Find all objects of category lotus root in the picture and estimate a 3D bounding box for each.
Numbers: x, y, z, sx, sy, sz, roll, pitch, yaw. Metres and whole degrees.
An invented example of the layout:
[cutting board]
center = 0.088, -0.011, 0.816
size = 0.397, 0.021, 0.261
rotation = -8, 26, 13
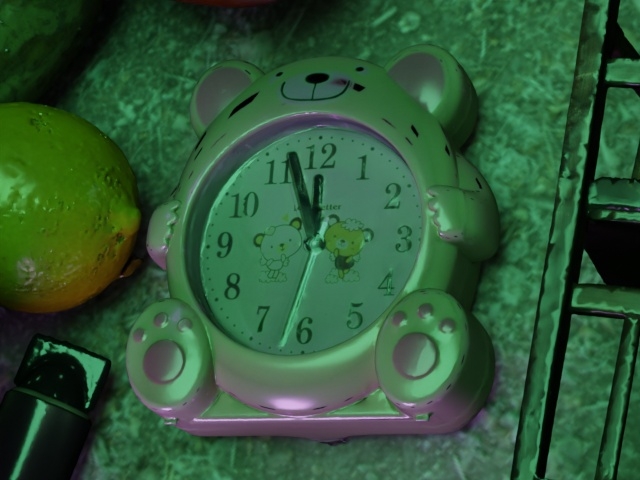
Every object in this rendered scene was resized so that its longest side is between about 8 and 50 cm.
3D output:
[lotus root]
center = -0.294, -0.192, 1.706
size = 0.173, 0.173, 0.309
rotation = 37, 81, 27

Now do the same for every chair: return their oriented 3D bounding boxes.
[chair]
center = 0.277, 0.014, 1.380
size = 0.203, 0.240, 0.416
rotation = 6, 78, 22

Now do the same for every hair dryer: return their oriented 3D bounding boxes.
[hair dryer]
center = -0.157, 0.200, 1.570
size = 0.248, 0.078, 0.196
rotation = 19, 78, 15

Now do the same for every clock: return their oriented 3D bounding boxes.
[clock]
center = 0.000, 0.000, 1.548
size = 0.284, 0.114, 0.310
rotation = -3, 70, 21

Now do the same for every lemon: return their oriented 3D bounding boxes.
[lemon]
center = -0.241, -0.029, 1.608
size = 0.206, 0.173, 0.174
rotation = 12, 75, -1

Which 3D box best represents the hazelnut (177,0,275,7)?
[hazelnut]
center = -0.118, -0.351, 1.591
size = 0.315, 0.372, 0.372
rotation = -32, 60, 38
